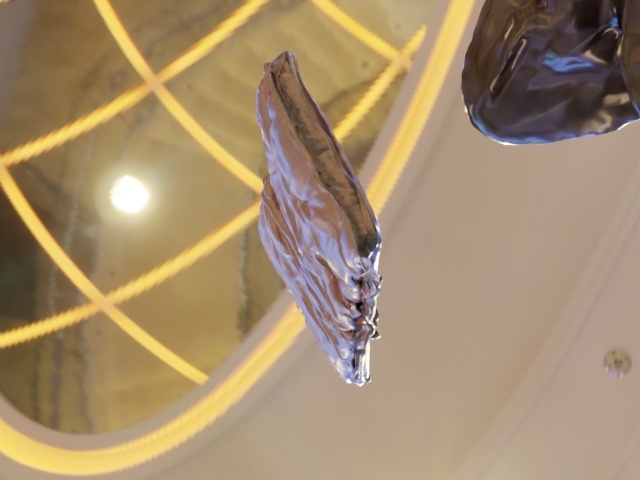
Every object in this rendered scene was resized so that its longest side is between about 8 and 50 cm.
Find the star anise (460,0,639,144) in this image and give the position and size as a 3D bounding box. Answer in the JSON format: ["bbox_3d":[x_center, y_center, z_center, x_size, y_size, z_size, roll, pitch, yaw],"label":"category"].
[{"bbox_3d":[0.172,-0.161,0.567,0.315,0.108,0.315,-27,-128,41],"label":"star anise"}]

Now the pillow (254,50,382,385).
[{"bbox_3d":[0.000,0.000,0.760,0.043,0.232,0.126,-24,-110,-10],"label":"pillow"}]
